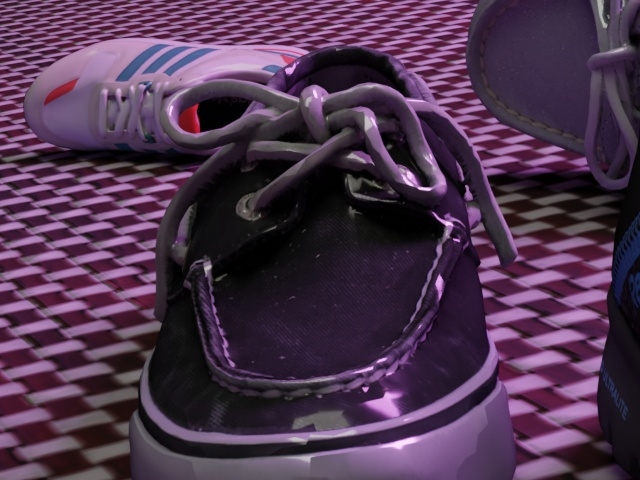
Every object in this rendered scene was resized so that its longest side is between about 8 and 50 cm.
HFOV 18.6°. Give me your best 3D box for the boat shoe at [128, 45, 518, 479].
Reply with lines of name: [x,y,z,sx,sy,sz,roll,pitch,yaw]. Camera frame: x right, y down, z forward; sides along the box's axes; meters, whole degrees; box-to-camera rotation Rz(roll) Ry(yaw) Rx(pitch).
boat shoe: [0.004,0.000,0.602,0.113,0.105,0.306,-3,16,10]

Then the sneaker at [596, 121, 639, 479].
sneaker: [0.130,0.023,0.409,0.125,0.140,0.341,-7,17,-10]

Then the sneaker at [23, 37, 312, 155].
sneaker: [-0.077,-0.071,0.975,0.161,0.057,0.075,-1,11,9]

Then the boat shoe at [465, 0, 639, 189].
boat shoe: [0.184,-0.066,0.761,0.320,0.118,0.103,15,20,36]
